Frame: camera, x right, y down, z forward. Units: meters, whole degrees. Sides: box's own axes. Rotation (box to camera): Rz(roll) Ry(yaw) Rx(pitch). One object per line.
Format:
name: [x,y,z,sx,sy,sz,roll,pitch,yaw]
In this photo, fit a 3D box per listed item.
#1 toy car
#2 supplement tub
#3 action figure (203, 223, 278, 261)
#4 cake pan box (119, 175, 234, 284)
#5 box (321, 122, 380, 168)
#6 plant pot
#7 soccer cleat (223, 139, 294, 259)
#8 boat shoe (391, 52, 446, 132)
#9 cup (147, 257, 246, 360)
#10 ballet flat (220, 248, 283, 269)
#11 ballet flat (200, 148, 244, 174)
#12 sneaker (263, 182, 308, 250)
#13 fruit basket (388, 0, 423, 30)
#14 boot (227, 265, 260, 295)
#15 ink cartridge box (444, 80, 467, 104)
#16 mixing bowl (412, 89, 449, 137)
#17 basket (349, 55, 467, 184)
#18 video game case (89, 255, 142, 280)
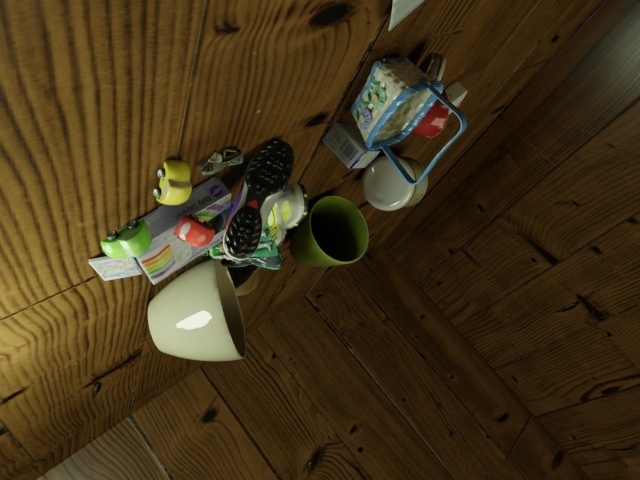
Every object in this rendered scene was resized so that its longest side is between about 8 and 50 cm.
toy car: [-0.332,-0.026,0.904,0.225,0.053,0.239,-35,141,-23]
supplement tub: [0.332,-0.250,1.895,0.228,0.228,0.316,-46,167,25]
action figure: [-0.254,0.014,1.277,0.232,0.137,0.063,-10,-153,14]
cake pan box: [-0.336,-0.022,1.088,0.267,0.070,0.245,-36,169,-23]
box: [0.093,-0.282,1.310,0.072,0.126,0.137,-48,165,27]
plant pot: [0.000,0.000,1.794,0.275,0.274,0.293,-31,180,-37]
soccer cleat: [-0.162,-0.103,1.097,0.318,0.109,0.116,-69,-163,-9]
boat shoe: [0.259,-0.431,1.321,0.324,0.097,0.116,125,-17,-57]
cup: [-0.390,0.234,1.368,0.237,0.331,0.331,-14,165,-4]
ballet flat: [-0.211,0.046,1.342,0.203,0.074,0.074,2,176,14]
ballet flat: [-0.218,-0.179,0.968,0.114,0.041,0.041,-30,164,-41]
sneaker: [-0.182,-0.054,1.360,0.147,0.145,0.384,2,145,-31]
fruit basket: [0.248,-0.573,0.790,0.327,0.165,0.353,-41,-177,6]
boot: [-0.319,0.166,1.751,0.236,0.089,0.269,-33,167,-29]
ink cartridge box: [0.472,-0.523,1.731,0.198,0.067,0.115,-39,168,-6]
mixing bowl: [0.325,-0.429,1.448,0.098,0.181,0.181,-8,153,-26]
basket: [0.227,-0.322,1.181,0.201,0.289,0.254,-31,163,-37]
video game case: [-0.472,0.062,1.019,0.087,0.011,0.122,-11,159,-15]
